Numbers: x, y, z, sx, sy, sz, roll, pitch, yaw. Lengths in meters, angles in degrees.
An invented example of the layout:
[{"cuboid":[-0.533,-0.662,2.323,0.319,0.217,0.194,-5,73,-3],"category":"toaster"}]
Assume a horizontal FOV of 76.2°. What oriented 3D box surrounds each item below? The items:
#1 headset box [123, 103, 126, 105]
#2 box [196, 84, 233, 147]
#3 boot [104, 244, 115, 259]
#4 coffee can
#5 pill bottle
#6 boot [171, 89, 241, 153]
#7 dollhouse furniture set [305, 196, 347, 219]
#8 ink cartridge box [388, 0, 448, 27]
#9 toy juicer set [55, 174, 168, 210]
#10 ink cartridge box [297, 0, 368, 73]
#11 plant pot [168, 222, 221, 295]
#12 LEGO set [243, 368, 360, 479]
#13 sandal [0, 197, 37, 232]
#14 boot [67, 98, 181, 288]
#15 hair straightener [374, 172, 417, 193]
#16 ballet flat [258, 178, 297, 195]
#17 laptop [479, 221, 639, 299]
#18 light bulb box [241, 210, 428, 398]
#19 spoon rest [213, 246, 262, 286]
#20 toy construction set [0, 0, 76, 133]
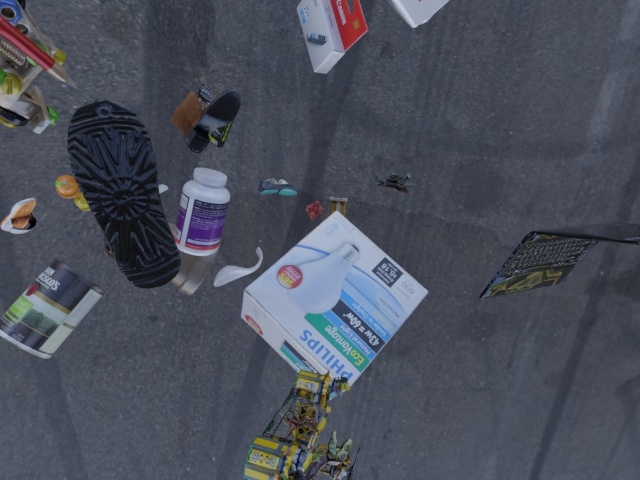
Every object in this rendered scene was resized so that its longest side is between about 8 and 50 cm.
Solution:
[{"cuboid":[-0.573,-0.345,1.161,0.062,0.083,0.032,-17,71,-18],"category":"headset box"},{"cuboid":[-0.453,-0.516,1.701,0.191,0.045,0.184,37,118,15],"category":"box"},{"cuboid":[-0.807,0.006,1.681,0.207,0.090,0.248,28,119,13],"category":"boot"},{"cuboid":[-0.909,0.227,1.387,0.201,0.201,0.275,43,66,-26],"category":"coffee can"},{"cuboid":[-0.464,-0.113,1.610,0.181,0.181,0.323,11,111,-21],"category":"pill bottle"},{"cuboid":[-0.416,-0.468,1.468,0.096,0.280,0.264,22,112,-43],"category":"boot"},{"cuboid":[0.000,0.000,1.764,0.201,0.152,0.374,6,86,3],"category":"dollhouse furniture set"},{"cuboid":[0.082,-0.372,0.398,0.172,0.100,0.237,-39,125,22],"category":"ink cartridge box"},{"cuboid":[-0.687,-0.148,1.337,0.209,0.089,0.329,-38,152,15],"category":"toy juicer set"},{"cuboid":[0.034,-0.834,1.531,0.066,0.261,0.296,-8,79,-37],"category":"ink cartridge box"},{"cuboid":[-0.669,0.058,1.926,0.280,0.323,0.323,30,99,-19],"category":"plant pot"},{"cuboid":[0.011,0.388,0.701,0.192,0.331,0.255,9,93,13],"category":"LEGO set"},{"cuboid":[-1.157,-0.075,1.583,0.265,0.102,0.076,-30,94,40],"category":"sandal"},{"cuboid":[-0.377,-0.071,0.797,0.131,0.260,0.348,-15,98,-22],"category":"boot"},{"cuboid":[0.271,-0.217,1.427,0.230,0.047,0.089,7,145,-45],"category":"hair straightener"},{"cuboid":[-0.191,-0.244,1.838,0.203,0.074,0.074,-3,113,-40],"category":"ballet flat"},{"cuboid":[0.455,0.045,0.695,0.234,0.136,0.264,-4,135,-26],"category":"laptop"},{"cuboid":[0.030,0.179,1.144,0.358,0.225,0.361,42,62,11],"category":"light bulb box"},{"cuboid":[-0.383,0.138,1.932,0.276,0.137,0.084,-35,78,-26],"category":"spoon rest"},{"cuboid":[-0.560,-0.319,0.770,0.257,0.309,0.237,-59,149,-9],"category":"toy construction set"}]
